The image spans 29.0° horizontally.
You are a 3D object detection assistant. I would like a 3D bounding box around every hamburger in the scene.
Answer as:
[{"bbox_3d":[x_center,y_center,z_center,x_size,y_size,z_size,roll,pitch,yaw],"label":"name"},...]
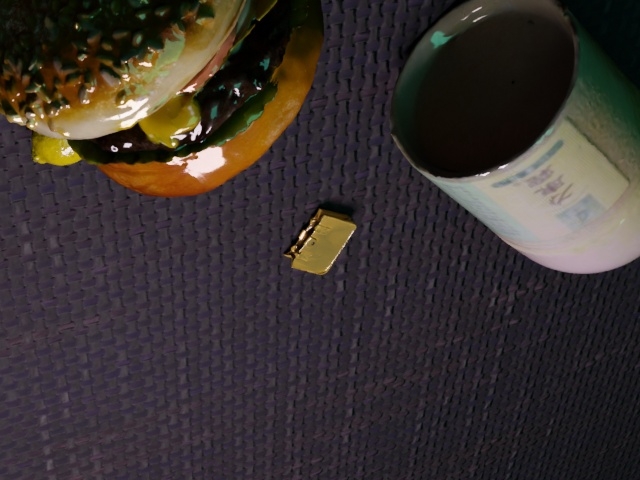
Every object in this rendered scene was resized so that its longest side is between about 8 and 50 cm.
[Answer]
[{"bbox_3d":[-0.151,-0.187,1.060,0.291,0.291,0.225,-38,143,8],"label":"hamburger"}]

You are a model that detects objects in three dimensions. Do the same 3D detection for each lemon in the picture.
[{"bbox_3d":[-0.256,-0.106,1.237,0.083,0.062,0.062,-40,139,10],"label":"lemon"}]

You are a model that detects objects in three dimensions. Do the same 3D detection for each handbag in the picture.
[{"bbox_3d":[0.000,0.000,1.528,0.061,0.027,0.083,13,120,-39],"label":"handbag"}]

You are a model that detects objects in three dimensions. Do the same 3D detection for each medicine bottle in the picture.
[{"bbox_3d":[0.285,-0.093,1.447,0.236,0.235,0.406,-43,137,13],"label":"medicine bottle"}]
